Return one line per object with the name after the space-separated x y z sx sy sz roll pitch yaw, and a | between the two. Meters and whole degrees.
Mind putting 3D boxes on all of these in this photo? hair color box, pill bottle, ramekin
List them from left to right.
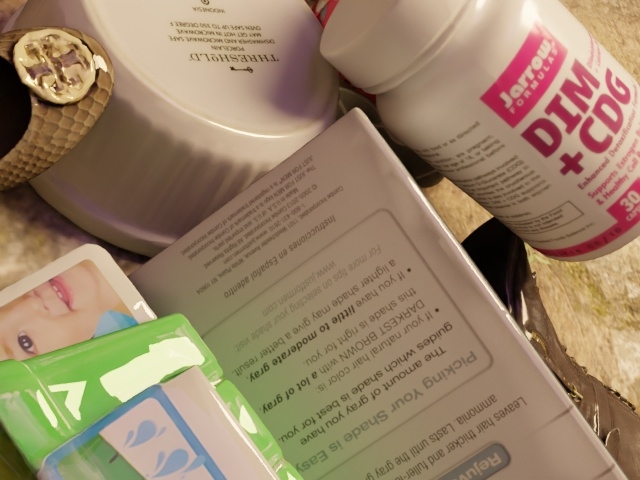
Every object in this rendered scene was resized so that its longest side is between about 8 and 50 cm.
-0.106 -0.131 0.584 0.272 0.127 0.273 21 49 -26 | ramekin
0.064 0.125 0.475 0.374 0.185 0.113 56 8 9 | hair color box
0.148 -0.117 0.602 0.283 0.160 0.160 34 44 -23 | pill bottle

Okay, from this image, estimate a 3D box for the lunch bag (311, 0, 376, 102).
0.122 -0.221 0.805 0.258 0.120 0.293 31 32 -18 | lunch bag

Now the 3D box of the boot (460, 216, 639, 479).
0.220 0.122 0.707 0.229 0.091 0.263 34 45 -24 | boot

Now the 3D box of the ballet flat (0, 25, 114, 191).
-0.228 -0.054 0.407 0.249 0.058 0.084 -30 85 -19 | ballet flat

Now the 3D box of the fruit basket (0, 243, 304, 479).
-0.142 0.198 0.295 0.353 0.165 0.327 -31 82 -43 | fruit basket

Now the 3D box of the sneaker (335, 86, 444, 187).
0.062 -0.111 0.767 0.152 0.054 0.061 32 29 -20 | sneaker
